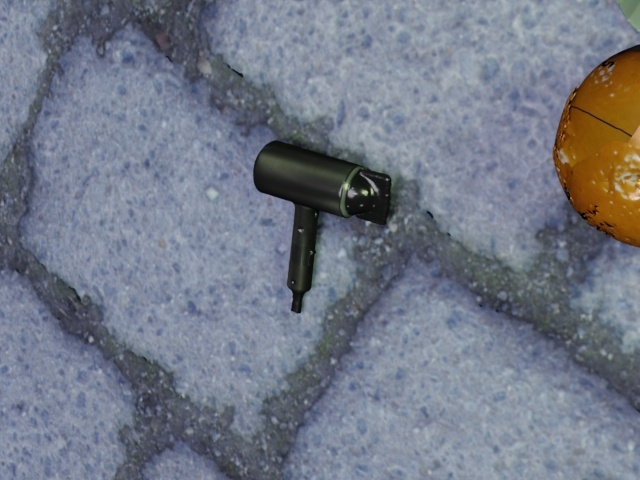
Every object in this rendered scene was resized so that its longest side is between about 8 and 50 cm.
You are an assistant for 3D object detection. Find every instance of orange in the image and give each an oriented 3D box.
[{"bbox_3d":[0.365,-0.099,1.043,0.234,0.182,0.234,27,137,28],"label":"orange"}]

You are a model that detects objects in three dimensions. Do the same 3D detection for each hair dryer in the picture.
[{"bbox_3d":[0.000,0.000,1.374,0.195,0.078,0.248,19,118,27],"label":"hair dryer"}]

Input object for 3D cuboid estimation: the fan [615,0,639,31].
[{"bbox_3d":[0.361,-0.342,1.090,0.131,0.009,0.240,9,104,55],"label":"fan"}]
